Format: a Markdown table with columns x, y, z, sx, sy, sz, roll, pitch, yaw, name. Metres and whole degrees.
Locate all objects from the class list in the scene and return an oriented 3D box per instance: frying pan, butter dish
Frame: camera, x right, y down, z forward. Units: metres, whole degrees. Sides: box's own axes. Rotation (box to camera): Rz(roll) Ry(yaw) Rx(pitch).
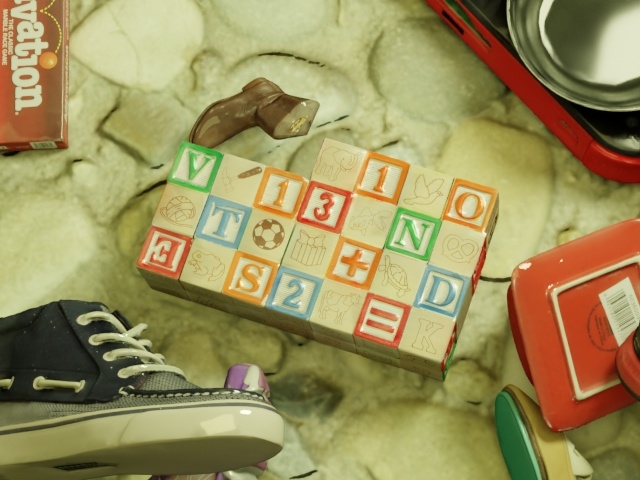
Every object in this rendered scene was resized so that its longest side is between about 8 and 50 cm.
| x | y | z | sx | sy | sz | roll | pitch | yaw | name |
| --- | --- | --- | --- | --- | --- | --- | --- | --- | --- |
| 0.315 | -0.163 | 1.749 | 0.326 | 0.053 | 0.197 | 43 | 76 | 12 | frying pan |
| 0.227 | 0.073 | 1.718 | 0.160 | 0.118 | 0.160 | -20 | 100 | -24 | butter dish |

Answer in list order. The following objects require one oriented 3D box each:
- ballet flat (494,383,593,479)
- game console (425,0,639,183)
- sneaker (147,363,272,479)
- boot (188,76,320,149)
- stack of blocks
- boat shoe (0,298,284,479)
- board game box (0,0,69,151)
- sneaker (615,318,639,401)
| x | y | z | sx | sy | sz | roll | pitch | yaw | name |
| --- | --- | --- | --- | --- | --- | --- | --- | --- | --- |
| 0.215 | 0.237 | 1.699 | 0.073 | 0.080 | 0.232 | -10 | 78 | -18 | ballet flat |
| 0.291 | -0.277 | 1.847 | 0.342 | 0.060 | 0.386 | -39 | 75 | -12 | game console |
| -0.110 | 0.220 | 1.719 | 0.104 | 0.095 | 0.236 | 11 | 76 | 16 | sneaker |
| -0.062 | -0.107 | 1.800 | 0.106 | 0.037 | 0.114 | -43 | 35 | -9 | boot |
| 0.000 | 0.000 | 1.770 | 0.297 | 0.087 | 0.171 | 17 | 76 | 10 | stack of blocks |
| -0.175 | 0.122 | 1.677 | 0.340 | 0.127 | 0.158 | -9 | 68 | 33 | boat shoe |
| -0.321 | -0.224 | 1.895 | 0.145 | 0.027 | 0.281 | -3 | 74 | 3 | board game box |
| 0.386 | 0.053 | 1.647 | 0.276 | 0.135 | 0.097 | -18 | 53 | -23 | sneaker |
